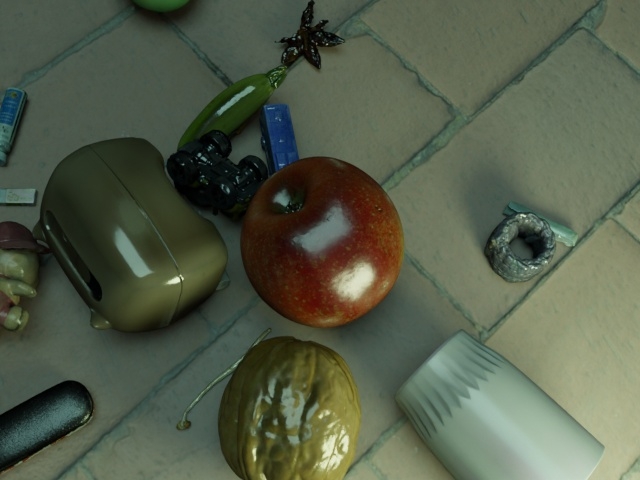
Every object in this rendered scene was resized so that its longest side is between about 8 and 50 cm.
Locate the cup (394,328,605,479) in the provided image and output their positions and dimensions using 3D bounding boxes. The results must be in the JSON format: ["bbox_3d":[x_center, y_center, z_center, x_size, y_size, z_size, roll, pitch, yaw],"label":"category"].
[{"bbox_3d":[0.342,0.371,1.437,0.253,0.253,0.371,-40,75,-17],"label":"cup"}]

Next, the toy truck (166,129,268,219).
[{"bbox_3d":[-0.231,-0.126,1.638,0.224,0.165,0.147,33,49,18],"label":"toy truck"}]

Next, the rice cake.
[{"bbox_3d":[0.516,-0.037,1.726,0.180,0.030,0.042,28,56,8],"label":"rice cake"}]

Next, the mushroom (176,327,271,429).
[{"bbox_3d":[-0.205,0.288,1.564,0.028,0.026,0.286,43,70,-4],"label":"mushroom"}]

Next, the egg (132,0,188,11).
[{"bbox_3d":[-0.416,-0.698,1.832,0.220,0.220,0.270,-27,73,-13],"label":"egg"}]

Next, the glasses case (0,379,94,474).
[{"bbox_3d":[-0.586,0.379,1.479,0.266,0.067,0.103,-28,74,-14],"label":"glasses case"}]

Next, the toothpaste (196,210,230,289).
[{"bbox_3d":[-0.261,0.022,1.657,0.067,0.043,0.195,-28,67,-10],"label":"toothpaste"}]

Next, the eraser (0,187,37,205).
[{"bbox_3d":[-0.696,-0.099,1.688,0.083,0.019,0.038,0,70,-3],"label":"eraser"}]

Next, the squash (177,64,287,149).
[{"bbox_3d":[-0.214,-0.305,1.726,0.341,0.094,0.094,-43,76,2],"label":"squash"}]

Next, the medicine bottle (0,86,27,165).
[{"bbox_3d":[-0.741,-0.271,1.736,0.051,0.051,0.191,8,67,0],"label":"medicine bottle"}]

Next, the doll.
[{"bbox_3d":[-0.668,0.079,1.549,0.196,0.152,0.256,-1,57,6],"label":"doll"}]

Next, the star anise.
[{"bbox_3d":[-0.020,-0.507,1.870,0.157,0.053,0.212,33,68,10],"label":"star anise"}]

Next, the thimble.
[{"bbox_3d":[0.453,0.014,1.667,0.150,0.098,0.150,2,68,-4],"label":"thimble"}]

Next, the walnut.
[{"bbox_3d":[-0.061,0.345,1.426,0.277,0.252,0.313,12,78,1],"label":"walnut"}]

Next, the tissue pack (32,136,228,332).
[{"bbox_3d":[-0.402,-0.007,1.521,0.276,0.267,0.387,-27,72,-39],"label":"tissue pack"}]

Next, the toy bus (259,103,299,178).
[{"bbox_3d":[-0.094,-0.204,1.724,0.079,0.094,0.237,-9,69,-7],"label":"toy bus"}]

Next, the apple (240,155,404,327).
[{"bbox_3d":[0.000,0.000,1.524,0.348,0.277,0.349,-21,40,18],"label":"apple"}]

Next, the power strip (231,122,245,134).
[{"bbox_3d":[-0.185,-0.338,1.807,0.049,0.028,0.178,23,68,7],"label":"power strip"}]
